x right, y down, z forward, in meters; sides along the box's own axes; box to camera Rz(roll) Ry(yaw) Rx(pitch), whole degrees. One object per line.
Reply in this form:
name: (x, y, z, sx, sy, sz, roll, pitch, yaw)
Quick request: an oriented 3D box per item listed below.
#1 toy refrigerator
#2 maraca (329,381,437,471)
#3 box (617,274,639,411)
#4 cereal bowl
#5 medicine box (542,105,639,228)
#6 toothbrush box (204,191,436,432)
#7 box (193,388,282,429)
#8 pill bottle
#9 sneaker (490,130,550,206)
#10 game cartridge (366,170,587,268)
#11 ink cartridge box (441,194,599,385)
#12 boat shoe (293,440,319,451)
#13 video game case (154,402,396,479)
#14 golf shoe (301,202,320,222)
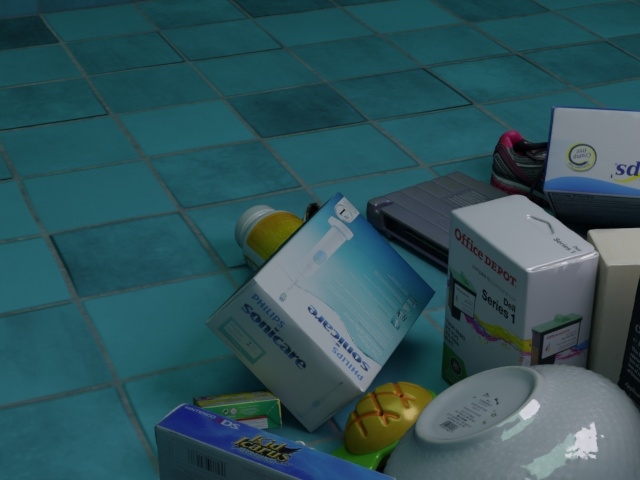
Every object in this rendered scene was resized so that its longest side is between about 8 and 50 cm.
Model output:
toy refrigerator: (0.404, 0.125, 1.757, 0.094, 0.269, 0.102, -2, 27, -3)
maraca: (0.079, 0.254, 1.704, 0.186, 0.099, 0.127, -39, 17, -28)
box: (0.516, 0.139, 1.452, 0.179, 0.312, 0.343, -10, 32, -22)
cereal bowl: (0.212, 0.246, 1.522, 0.339, 0.141, 0.339, -24, 16, 7)
medicine box: (0.519, -0.113, 2.162, 0.263, 0.149, 0.289, 5, -9, 16)
toothbrush box: (0.007, 0.096, 1.862, 0.216, 0.126, 0.295, 46, 35, -3)
box: (-0.115, 0.229, 1.748, 0.105, 0.043, 0.179, -5, 1, -9)
pill bottle: (-0.055, 0.021, 2.121, 0.117, 0.117, 0.208, -15, 31, -26)
sneaker: (0.447, -0.114, 2.382, 0.299, 0.112, 0.121, 16, 32, 27)
game cartridge: (0.275, -0.014, 2.251, 0.230, 0.068, 0.355, -14, 31, -33)
ink cartridge box: (0.267, 0.106, 1.787, 0.117, 0.278, 0.201, -12, 30, -22)
boat shoe: (-0.030, 0.300, 1.605, 0.113, 0.103, 0.302, -25, 35, -34)
video game case: (-0.050, 0.325, 1.407, 0.269, 0.244, 0.061, 16, 31, 27)
golf shoe: (0.000, 0.000, 2.196, 0.069, 0.086, 0.176, -7, 30, -17)
